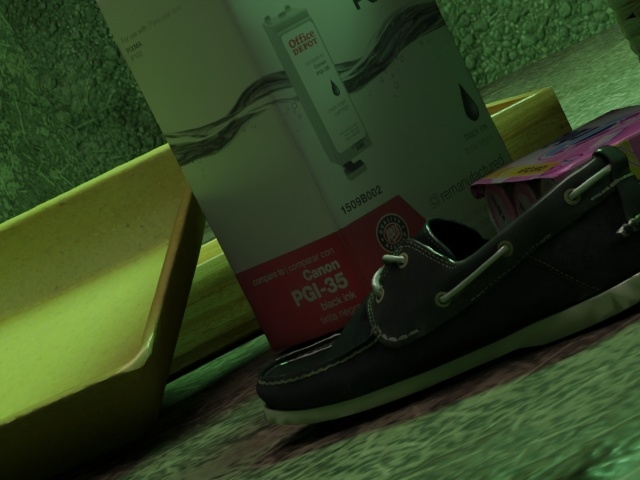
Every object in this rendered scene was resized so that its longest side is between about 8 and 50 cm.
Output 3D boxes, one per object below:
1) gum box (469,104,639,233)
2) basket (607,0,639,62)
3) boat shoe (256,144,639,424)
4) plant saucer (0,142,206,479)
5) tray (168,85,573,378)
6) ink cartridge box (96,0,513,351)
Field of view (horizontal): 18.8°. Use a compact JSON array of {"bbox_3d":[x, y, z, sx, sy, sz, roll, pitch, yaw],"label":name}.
[{"bbox_3d":[0.165,-0.032,1.133,0.107,0.062,0.188,-27,5,-9],"label":"gum box"},{"bbox_3d":[0.374,-0.288,1.587,0.328,0.266,0.331,-25,6,17],"label":"basket"},{"bbox_3d":[0.063,0.027,0.969,0.233,0.079,0.084,-26,6,25],"label":"boat shoe"},{"bbox_3d":[-0.220,0.086,1.375,0.333,0.081,0.332,-24,25,17],"label":"plant saucer"},{"bbox_3d":[0.000,0.000,1.616,0.411,0.076,0.203,-28,5,-13],"label":"tray"},{"bbox_3d":[0.000,-0.095,1.365,0.117,0.283,0.207,-22,7,45],"label":"ink cartridge box"}]
